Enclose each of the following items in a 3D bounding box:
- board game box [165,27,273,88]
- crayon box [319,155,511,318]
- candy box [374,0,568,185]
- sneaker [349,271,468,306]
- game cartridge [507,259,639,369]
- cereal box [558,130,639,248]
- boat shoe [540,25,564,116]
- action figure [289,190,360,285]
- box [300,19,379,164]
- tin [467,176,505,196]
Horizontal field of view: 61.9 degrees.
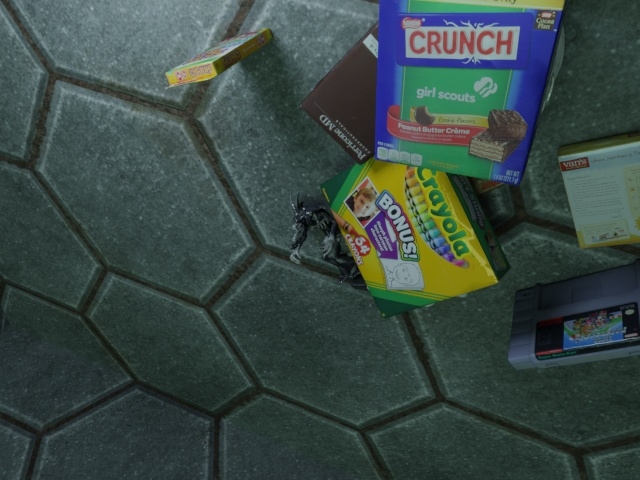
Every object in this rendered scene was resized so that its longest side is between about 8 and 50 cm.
[{"bbox_3d":[-0.213,-0.384,1.122,0.124,0.259,0.039,-2,126,29],"label":"board game box"},{"bbox_3d":[0.206,-0.036,1.220,0.313,0.106,0.363,-27,89,42],"label":"crayon box"},{"bbox_3d":[0.236,-0.272,0.886,0.268,0.122,0.317,13,132,18],"label":"candy box"},{"bbox_3d":[0.234,0.123,1.422,0.330,0.122,0.146,-7,122,33],"label":"sneaker"},{"bbox_3d":[0.598,0.166,1.187,0.355,0.230,0.068,-22,114,39],"label":"game cartridge"},{"bbox_3d":[0.599,-0.097,1.087,0.173,0.047,0.240,-7,123,33],"label":"cereal box"},{"bbox_3d":[0.389,-0.292,0.995,0.098,0.096,0.277,11,132,20],"label":"boat shoe"},{"bbox_3d":[0.000,0.000,1.432,0.276,0.141,0.164,45,146,-15],"label":"action figure"},{"bbox_3d":[0.154,-0.340,1.054,0.191,0.143,0.381,42,137,-12],"label":"box"},{"bbox_3d":[0.353,-0.157,1.176,0.189,0.040,0.106,-24,109,41],"label":"tin"}]
